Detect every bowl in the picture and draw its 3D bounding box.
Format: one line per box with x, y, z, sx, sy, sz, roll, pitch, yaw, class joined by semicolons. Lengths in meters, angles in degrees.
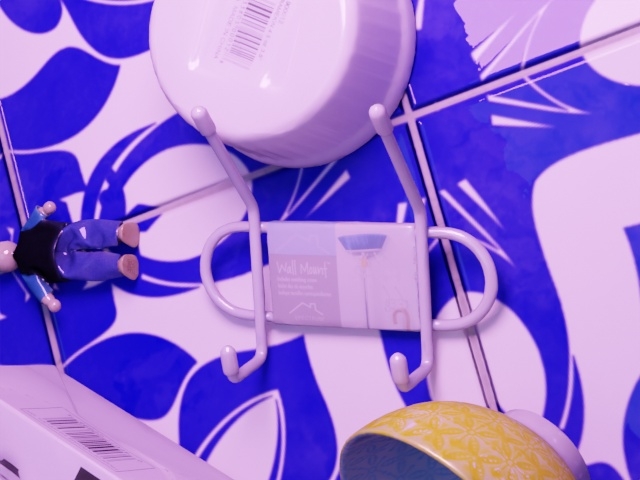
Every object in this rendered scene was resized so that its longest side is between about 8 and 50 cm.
0.174;0.257;1.839;0.289;0.289;0.156;38;61;22;bowl

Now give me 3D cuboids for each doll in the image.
-0.301;0.019;2.152;0.189;0.046;0.129;-1;86;25;doll

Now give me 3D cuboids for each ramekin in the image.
-0.049;-0.221;1.999;0.277;0.135;0.277;-2;86;25;ramekin

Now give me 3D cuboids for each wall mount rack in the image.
0.000;0.000;1.943;0.350;0.130;0.304;1;103;25;wall mount rack

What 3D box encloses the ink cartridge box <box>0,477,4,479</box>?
-0.374;0.403;1.871;0.272;0.130;0.309;29;100;25;ink cartridge box

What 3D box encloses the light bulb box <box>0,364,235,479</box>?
-0.289;0.374;2.029;0.358;0.225;0.361;29;98;23;light bulb box
